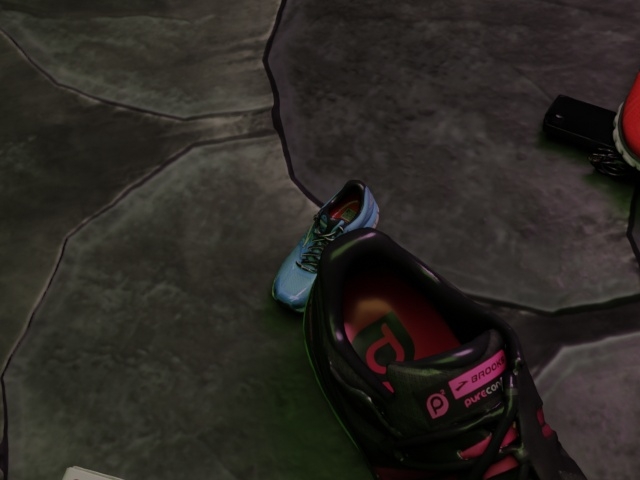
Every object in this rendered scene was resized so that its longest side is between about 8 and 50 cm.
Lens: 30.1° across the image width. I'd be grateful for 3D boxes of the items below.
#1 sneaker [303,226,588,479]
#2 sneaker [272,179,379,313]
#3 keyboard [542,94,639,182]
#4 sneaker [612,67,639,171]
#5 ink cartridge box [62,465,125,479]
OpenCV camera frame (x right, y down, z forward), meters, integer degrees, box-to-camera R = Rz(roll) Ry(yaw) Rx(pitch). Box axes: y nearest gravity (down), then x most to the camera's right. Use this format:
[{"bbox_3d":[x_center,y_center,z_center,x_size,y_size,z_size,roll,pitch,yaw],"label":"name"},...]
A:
[{"bbox_3d":[0.123,0.184,1.023,0.185,0.202,0.483,-34,62,-12],"label":"sneaker"},{"bbox_3d":[0.000,0.000,1.218,0.063,0.073,0.162,25,66,19],"label":"sneaker"},{"bbox_3d":[0.324,-0.093,1.265,0.192,0.038,0.100,22,42,19],"label":"keyboard"},{"bbox_3d":[0.375,-0.183,1.238,0.107,0.118,0.279,13,55,12],"label":"sneaker"},{"bbox_3d":[-0.206,0.288,1.087,0.099,0.056,0.135,13,63,13],"label":"ink cartridge box"}]
